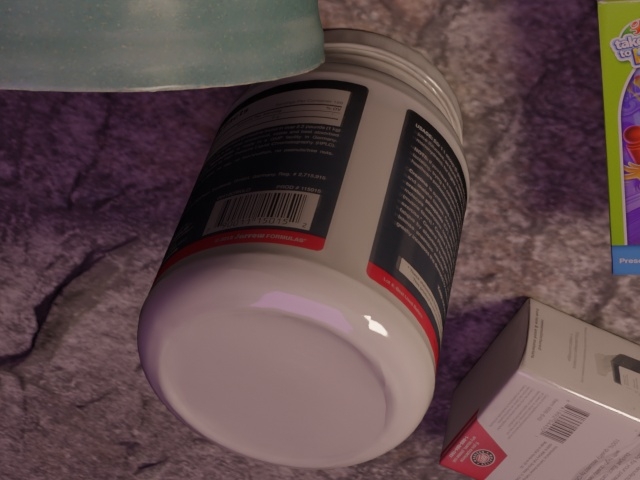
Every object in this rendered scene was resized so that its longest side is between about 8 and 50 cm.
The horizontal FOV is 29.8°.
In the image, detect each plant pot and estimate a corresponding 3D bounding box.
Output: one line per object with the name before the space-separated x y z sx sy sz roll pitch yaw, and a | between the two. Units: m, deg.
plant pot | -0.139 -0.208 0.693 0.293 0.293 0.196 6 107 11

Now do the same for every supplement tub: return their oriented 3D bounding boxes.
supplement tub | 0.000 0.000 0.828 0.191 0.272 0.191 8 135 9

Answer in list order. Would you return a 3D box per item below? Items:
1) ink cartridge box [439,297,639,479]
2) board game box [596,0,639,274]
ink cartridge box | 0.238 0.164 1.047 0.217 0.092 0.159 25 135 -5
board game box | 0.361 -0.087 0.778 0.347 0.078 0.233 -1 132 17
